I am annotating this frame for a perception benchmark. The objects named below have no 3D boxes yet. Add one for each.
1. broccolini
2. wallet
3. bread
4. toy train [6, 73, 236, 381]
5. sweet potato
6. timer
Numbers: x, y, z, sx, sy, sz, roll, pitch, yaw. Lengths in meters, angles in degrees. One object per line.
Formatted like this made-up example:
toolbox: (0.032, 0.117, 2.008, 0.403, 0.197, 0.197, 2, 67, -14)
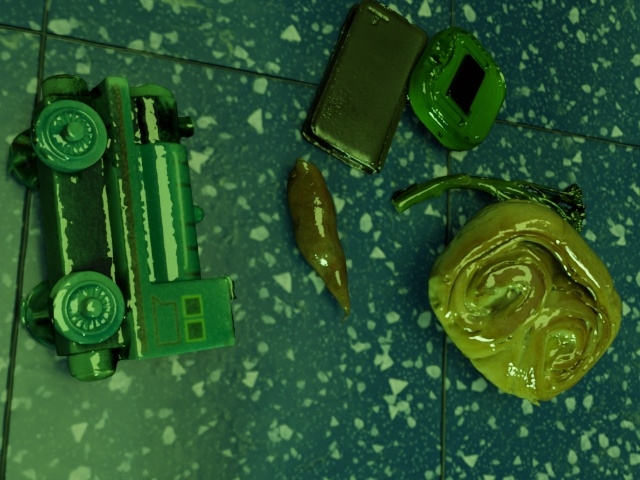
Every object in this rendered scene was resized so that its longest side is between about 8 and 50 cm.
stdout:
broccolini: (0.214, -0.020, 1.070, 0.271, 0.062, 0.123, 3, 77, -17)
wallet: (0.057, -0.188, 1.024, 0.110, 0.031, 0.198, 27, 72, -18)
bread: (0.240, 0.067, 1.004, 0.198, 0.120, 0.236, -44, 106, -4)
toy train: (-0.196, -0.017, 0.845, 0.194, 0.120, 0.298, -5, 85, -32)
sweet potato: (0.000, 0.000, 0.964, 0.056, 0.056, 0.195, -19, 96, -25)
timer: (0.173, -0.188, 1.055, 0.128, 0.047, 0.140, 43, 61, -26)
